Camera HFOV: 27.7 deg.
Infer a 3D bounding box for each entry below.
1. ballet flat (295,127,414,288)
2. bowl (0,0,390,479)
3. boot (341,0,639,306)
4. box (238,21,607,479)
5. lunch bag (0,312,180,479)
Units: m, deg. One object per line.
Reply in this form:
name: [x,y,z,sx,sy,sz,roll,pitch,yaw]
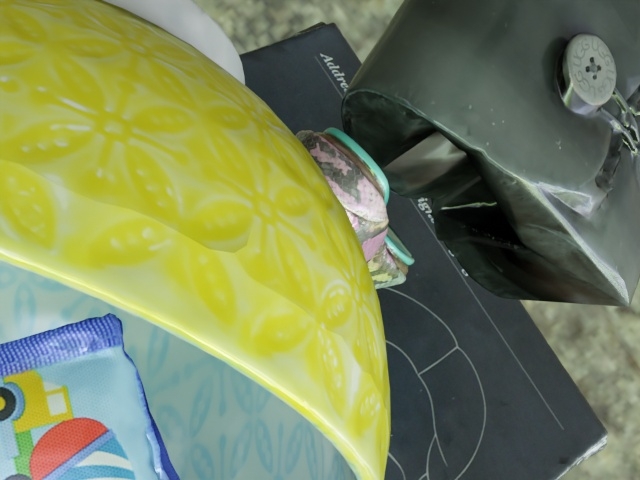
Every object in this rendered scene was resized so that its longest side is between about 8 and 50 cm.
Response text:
ballet flat: [0.000,0.000,0.669,0.077,0.079,0.221,47,179,10]
bowl: [-0.101,-0.009,0.459,0.289,0.289,0.156,43,-127,-42]
boot: [0.125,-0.234,0.740,0.367,0.445,0.146,37,163,-22]
box: [-0.085,0.122,1.141,0.472,0.297,0.480,-28,-98,-40]
lunch bag: [-0.149,0.163,0.434,0.138,0.293,0.221,43,-149,-82]
